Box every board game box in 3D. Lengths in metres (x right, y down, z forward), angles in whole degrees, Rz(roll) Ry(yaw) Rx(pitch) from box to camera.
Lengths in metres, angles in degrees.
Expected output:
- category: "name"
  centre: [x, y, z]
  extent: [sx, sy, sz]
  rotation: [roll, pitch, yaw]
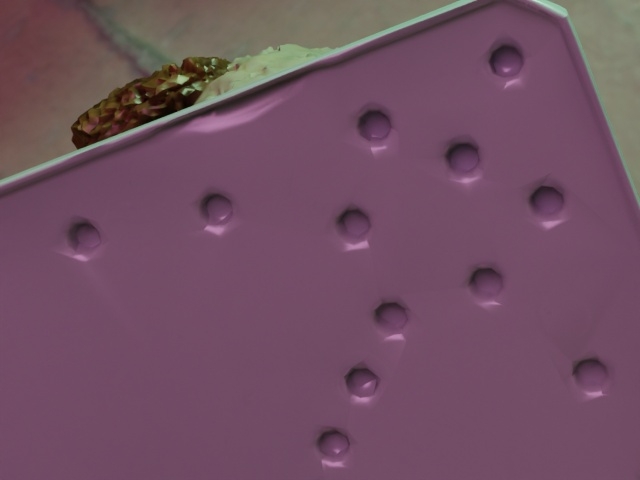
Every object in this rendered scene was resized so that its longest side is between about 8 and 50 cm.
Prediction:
- category: "board game box"
  centre: [-0.036, 0.157, 0.538]
  extent: [0.390, 0.050, 0.390]
  rotation: [-20, 104, 16]

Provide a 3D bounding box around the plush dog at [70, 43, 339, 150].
- category: "plush dog"
  centre: [0.000, 0.000, 0.656]
  extent: [0.262, 0.211, 0.225]
  rotation: [21, 38, -11]
